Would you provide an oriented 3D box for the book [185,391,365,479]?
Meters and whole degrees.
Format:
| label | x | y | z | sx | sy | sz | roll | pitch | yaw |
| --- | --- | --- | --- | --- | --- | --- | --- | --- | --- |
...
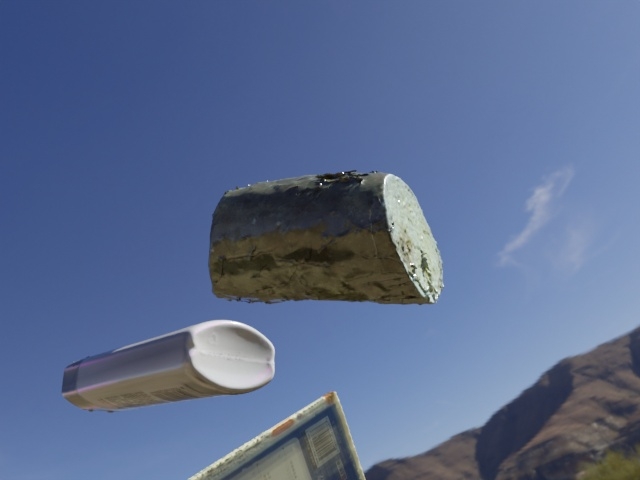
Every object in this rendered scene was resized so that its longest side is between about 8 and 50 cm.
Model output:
| label | x | y | z | sx | sy | sz | roll | pitch | yaw |
| --- | --- | --- | --- | --- | --- | --- | --- | --- | --- |
| book | -0.064 | 0.342 | 0.687 | 0.322 | 0.229 | 0.018 | -20 | 3 | -40 |

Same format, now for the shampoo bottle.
| label | x | y | z | sx | sy | sz | roll | pitch | yaw |
| --- | --- | --- | --- | --- | --- | --- | --- | --- | --- |
| shampoo bottle | -0.141 | 0.116 | 0.533 | 0.086 | 0.056 | 0.227 | 19 | -28 | -39 |

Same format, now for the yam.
| label | x | y | z | sx | sy | sz | roll | pitch | yaw |
| --- | --- | --- | --- | --- | --- | --- | --- | --- | --- |
| yam | 0.000 | 0.000 | 0.657 | 0.254 | 0.154 | 0.154 | 1 | -21 | 19 |
